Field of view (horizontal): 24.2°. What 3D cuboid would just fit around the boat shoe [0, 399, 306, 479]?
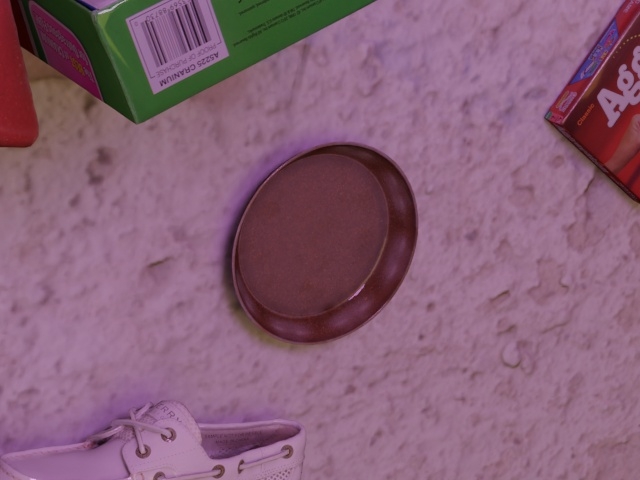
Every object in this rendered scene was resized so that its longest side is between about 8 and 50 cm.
[{"bbox_3d":[-0.126,0.163,1.128,0.277,0.098,0.096,6,106,-43],"label":"boat shoe"}]

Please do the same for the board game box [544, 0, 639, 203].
[{"bbox_3d":[0.322,-0.181,1.305,0.145,0.027,0.281,36,88,-35],"label":"board game box"}]

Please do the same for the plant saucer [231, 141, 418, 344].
[{"bbox_3d":[0.000,0.000,1.177,0.168,0.029,0.168,-12,114,-28],"label":"plant saucer"}]

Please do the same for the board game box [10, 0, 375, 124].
[{"bbox_3d":[-0.079,-0.189,0.873,0.242,0.316,0.064,-29,123,-18],"label":"board game box"}]

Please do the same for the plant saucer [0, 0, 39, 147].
[{"bbox_3d":[-0.298,-0.161,0.804,0.048,0.259,0.258,-55,142,-56],"label":"plant saucer"}]
